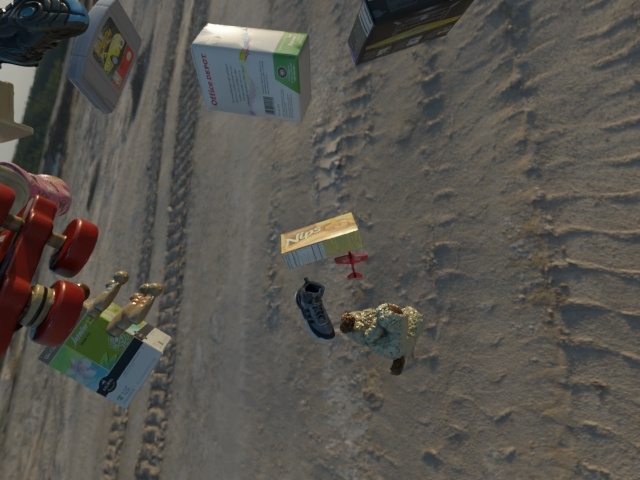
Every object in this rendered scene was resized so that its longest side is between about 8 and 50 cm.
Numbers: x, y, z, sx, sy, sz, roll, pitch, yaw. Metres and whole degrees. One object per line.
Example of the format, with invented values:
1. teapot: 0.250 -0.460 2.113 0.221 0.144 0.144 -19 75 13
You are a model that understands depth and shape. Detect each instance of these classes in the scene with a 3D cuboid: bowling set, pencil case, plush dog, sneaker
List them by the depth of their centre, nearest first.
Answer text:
1. sneaker: -0.700 -0.503 1.103 0.139 0.341 0.125 69 -158 -60
2. bowling set: -0.578 0.146 1.287 0.287 0.200 0.154 -24 32 46
3. plush dog: 0.180 0.291 1.449 0.225 0.262 0.210 14 88 35
4. pencil case: -0.971 -0.159 1.515 0.386 0.167 0.160 -172 94 -79
5. sneaker: -0.016 0.273 1.823 0.268 0.101 0.153 56 149 30

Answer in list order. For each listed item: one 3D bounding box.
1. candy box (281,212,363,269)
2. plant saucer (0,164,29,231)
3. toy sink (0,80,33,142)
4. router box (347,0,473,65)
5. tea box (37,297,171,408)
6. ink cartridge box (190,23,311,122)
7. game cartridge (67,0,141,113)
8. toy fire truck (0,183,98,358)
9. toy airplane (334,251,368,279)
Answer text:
1. candy box: 0.000 0.000 1.855 0.183 0.317 0.087 -102 -7 -65
2. plant saucer: -0.764 -0.010 0.873 0.400 0.400 0.100 -35 82 47
3. toy sink: -0.933 -0.371 1.235 0.153 0.234 0.131 -8 82 20
4. router box: 0.246 -0.614 1.259 0.243 0.309 0.081 163 86 -82
5. tea box: -0.736 0.378 1.611 0.220 0.324 0.329 -58 10 -10
6. ink cartridge box: -0.174 -0.442 1.209 0.201 0.278 0.117 88 -165 -54
7. game cartridge: -0.622 -0.545 1.324 0.196 0.060 0.294 68 -147 -70
8. toy fire truck: -0.506 0.075 0.722 0.254 0.169 0.302 -33 46 29
9. toy airplane: 0.135 0.101 1.899 0.028 0.151 0.151 111 156 -59
